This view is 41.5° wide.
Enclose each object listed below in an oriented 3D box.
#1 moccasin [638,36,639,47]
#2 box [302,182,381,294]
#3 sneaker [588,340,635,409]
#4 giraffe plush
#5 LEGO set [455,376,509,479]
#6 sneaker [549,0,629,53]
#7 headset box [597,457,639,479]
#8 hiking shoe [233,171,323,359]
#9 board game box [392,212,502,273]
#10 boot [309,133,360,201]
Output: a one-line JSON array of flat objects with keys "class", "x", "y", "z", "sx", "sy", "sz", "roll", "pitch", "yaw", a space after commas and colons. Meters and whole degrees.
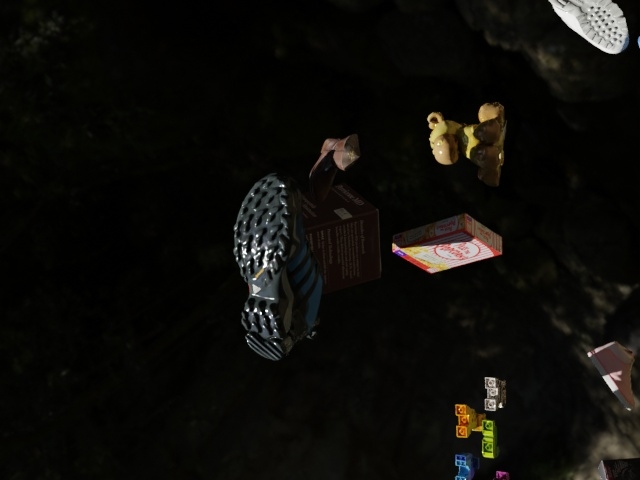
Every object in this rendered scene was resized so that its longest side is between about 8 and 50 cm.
[{"class": "moccasin", "x": 0.800, "y": -0.443, "z": 1.737, "sx": 0.137, "sy": 0.342, "sz": 0.117, "roll": 56, "pitch": 151, "yaw": -3}, {"class": "box", "x": 0.000, "y": 0.000, "z": 1.789, "sx": 0.168, "sy": 0.203, "sz": 0.167, "roll": -136, "pitch": 36, "yaw": -55}, {"class": "sneaker", "x": 0.548, "y": 0.241, "z": 1.530, "sx": 0.134, "sy": 0.070, "sz": 0.051, "roll": 54, "pitch": -172, "yaw": -9}, {"class": "giraffe plush", "x": 0.326, "y": -0.228, "z": 1.916, "sx": 0.210, "sy": 0.171, "sz": 0.181, "roll": -53, "pitch": -36, "yaw": -62}, {"class": "LEGO set", "x": 0.292, "y": 0.351, "z": 1.513, "sx": 0.093, "sy": 0.087, "sz": 0.227, "roll": 2, "pitch": -92, "yaw": -57}, {"class": "sneaker", "x": 0.596, "y": -0.479, "z": 1.850, "sx": 0.095, "sy": 0.090, "sz": 0.235, "roll": 43, "pitch": -166, "yaw": -53}, {"class": "headset box", "x": 0.384, "y": 0.303, "z": 1.041, "sx": 0.032, "sy": 0.083, "sz": 0.062, "roll": 78, "pitch": -173, "yaw": -53}, {"class": "hiking shoe", "x": -0.058, "y": 0.032, "z": 1.336, "sx": 0.113, "sy": 0.304, "sz": 0.132, "roll": 18, "pitch": -154, "yaw": 32}, {"class": "board game box", "x": 0.280, "y": 0.008, "z": 1.868, "sx": 0.147, "sy": 0.194, "sz": 0.045, "roll": 27, "pitch": -124, "yaw": -40}, {"class": "boot", "x": 0.023, "y": -0.106, "z": 1.260, "sx": 0.037, "sy": 0.106, "sz": 0.114, "roll": 11, "pitch": -178, "yaw": -21}]
